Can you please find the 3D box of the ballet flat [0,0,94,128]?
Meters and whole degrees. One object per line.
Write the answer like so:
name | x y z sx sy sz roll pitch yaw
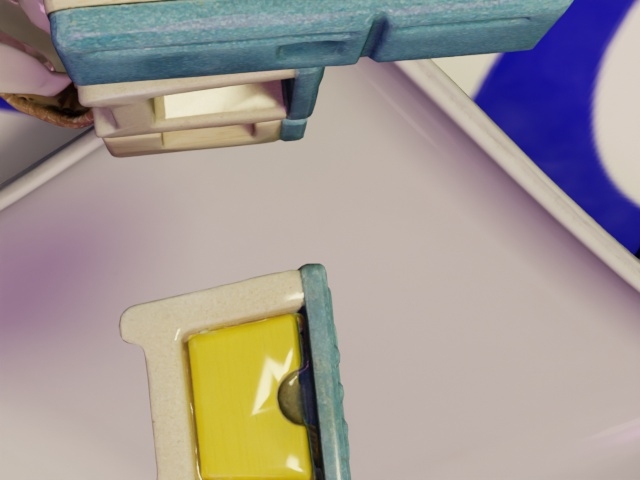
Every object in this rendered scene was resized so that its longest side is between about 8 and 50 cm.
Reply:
ballet flat | -0.141 -0.098 0.565 0.206 0.067 0.073 26 137 -26

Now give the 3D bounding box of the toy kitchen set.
toy kitchen set | 0.000 0.000 0.487 0.122 0.166 0.207 -6 176 -3

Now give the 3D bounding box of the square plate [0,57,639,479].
square plate | -0.016 0.054 0.765 0.347 0.049 0.344 -27 134 31
